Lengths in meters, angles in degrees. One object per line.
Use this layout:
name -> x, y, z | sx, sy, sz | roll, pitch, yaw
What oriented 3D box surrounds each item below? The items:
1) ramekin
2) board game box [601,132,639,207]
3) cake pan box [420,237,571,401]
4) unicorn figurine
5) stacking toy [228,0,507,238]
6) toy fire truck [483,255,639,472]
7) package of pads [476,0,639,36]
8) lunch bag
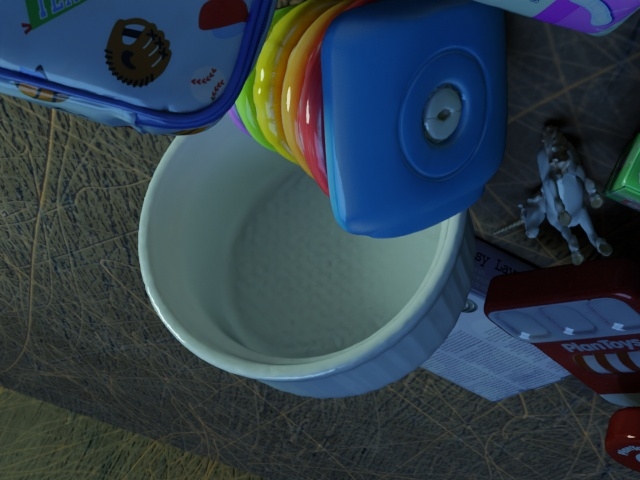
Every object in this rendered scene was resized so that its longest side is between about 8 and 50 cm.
ramekin -> 0.000, 0.000, 0.975 | 0.277, 0.277, 0.135 | 9, 162, 23
board game box -> 0.301, -0.008, 0.772 | 0.213, 0.046, 0.317 | 26, -173, 9
cake pan box -> 0.157, 0.087, 1.277 | 0.245, 0.070, 0.267 | 27, 155, -10
unicorn figurine -> 0.203, -0.033, 0.978 | 0.060, 0.111, 0.162 | -9, 134, -11
stacking toy -> -0.015, -0.124, 0.881 | 0.301, 0.175, 0.166 | 22, 125, 43
toy fire truck -> 0.325, 0.092, 1.024 | 0.254, 0.169, 0.302 | 34, 154, -29
package of pads -> 0.122, -0.221, 0.558 | 0.229, 0.101, 0.296 | 12, 158, -19
lunch bag -> -0.166, -0.207, 0.701 | 0.303, 0.243, 0.115 | 18, -178, -6
